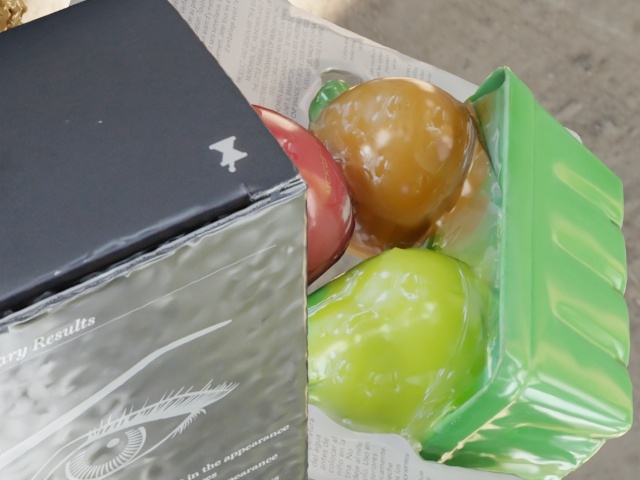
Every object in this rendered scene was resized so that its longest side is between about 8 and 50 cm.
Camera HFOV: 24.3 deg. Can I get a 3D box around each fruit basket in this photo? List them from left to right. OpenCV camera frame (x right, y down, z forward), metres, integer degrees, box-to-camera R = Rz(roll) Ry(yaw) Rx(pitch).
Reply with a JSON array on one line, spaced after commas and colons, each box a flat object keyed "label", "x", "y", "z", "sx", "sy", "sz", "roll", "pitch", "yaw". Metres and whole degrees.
[{"label": "fruit basket", "x": 0.000, "y": 0.000, "z": 0.843, "sx": 0.353, "sy": 0.327, "sz": 0.165, "roll": 18, "pitch": 139, "yaw": -15}]

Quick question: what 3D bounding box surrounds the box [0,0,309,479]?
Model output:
[{"label": "box", "x": -0.093, "y": 0.037, "z": 0.514, "sx": 0.153, "sy": 0.108, "sz": 0.207, "roll": -24, "pitch": 146, "yaw": -19}]

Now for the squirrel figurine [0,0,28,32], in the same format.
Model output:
[{"label": "squirrel figurine", "x": -0.240, "y": -0.212, "z": 0.714, "sx": 0.371, "sy": 0.281, "sz": 0.397, "roll": -2, "pitch": 110, "yaw": 20}]
